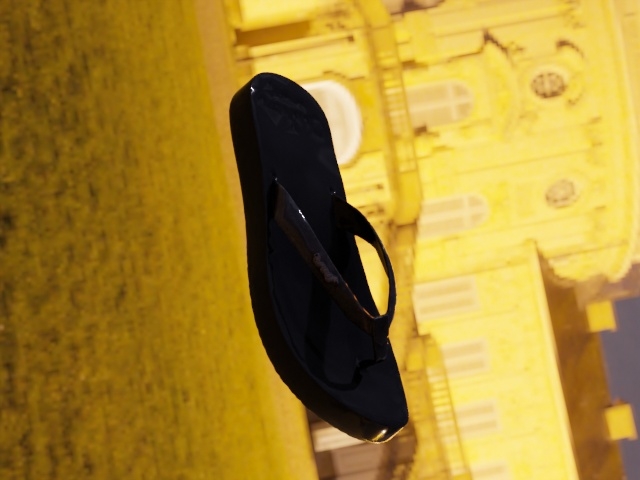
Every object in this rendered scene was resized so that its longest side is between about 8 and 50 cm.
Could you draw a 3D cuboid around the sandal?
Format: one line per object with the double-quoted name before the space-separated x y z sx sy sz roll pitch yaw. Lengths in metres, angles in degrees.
"sandal" -0.001 -0.001 0.746 0.097 0.054 0.254 9 56 -46
